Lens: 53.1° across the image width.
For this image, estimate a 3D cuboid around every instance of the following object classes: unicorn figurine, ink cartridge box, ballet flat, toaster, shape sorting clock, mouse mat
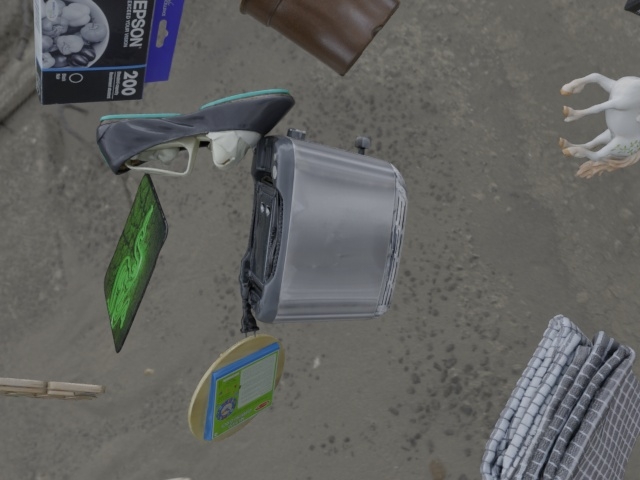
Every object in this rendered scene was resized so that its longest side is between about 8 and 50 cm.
[{"bbox_3d":[0.297,-0.127,0.634,0.111,0.162,0.060,-3,64,16],"label":"unicorn figurine"},{"bbox_3d":[-0.297,-0.284,0.919,0.045,0.208,0.206,63,148,23],"label":"ink cartridge box"},{"bbox_3d":[-0.122,-0.100,0.641,0.203,0.074,0.074,-8,72,3],"label":"ballet flat"},{"bbox_3d":[0.000,0.000,0.677,0.129,0.146,0.227,-149,65,-69],"label":"toaster"},{"bbox_3d":[-0.138,0.247,1.073,0.040,0.206,0.206,26,94,34],"label":"shape sorting clock"},{"bbox_3d":[-0.236,0.025,0.801,0.190,0.007,0.152,-64,35,23],"label":"mouse mat"}]

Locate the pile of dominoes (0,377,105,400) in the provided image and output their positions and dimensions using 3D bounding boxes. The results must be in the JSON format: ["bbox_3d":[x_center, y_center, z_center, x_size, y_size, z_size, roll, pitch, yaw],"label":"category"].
[{"bbox_3d":[-0.381,0.181,0.725,0.196,0.251,0.040,141,135,-63],"label":"pile of dominoes"}]

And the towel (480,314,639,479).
[{"bbox_3d":[0.375,0.286,0.936,0.121,0.235,0.284,18,69,49],"label":"towel"}]

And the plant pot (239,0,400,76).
[{"bbox_3d":[0.006,-0.320,0.858,0.165,0.167,0.167,39,105,-7],"label":"plant pot"}]

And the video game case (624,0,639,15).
[{"bbox_3d":[0.513,-0.255,0.703,0.248,0.275,0.035,23,95,-2],"label":"video game case"}]
